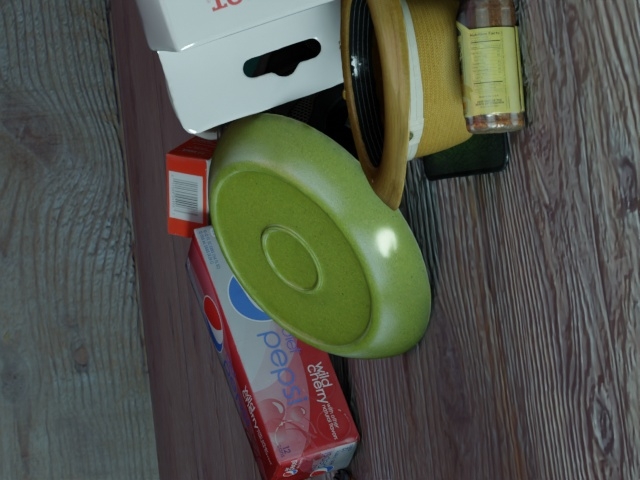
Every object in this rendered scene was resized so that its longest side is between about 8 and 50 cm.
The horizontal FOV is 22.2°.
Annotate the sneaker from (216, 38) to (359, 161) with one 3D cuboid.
[{"bbox_3d":[-0.002,-0.125,1.477,0.227,0.130,0.087,-64,-26,-59],"label":"sneaker"}]

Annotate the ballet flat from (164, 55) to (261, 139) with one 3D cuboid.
[{"bbox_3d":[-0.099,-0.258,1.761,0.139,0.139,0.400,108,158,-58],"label":"ballet flat"}]

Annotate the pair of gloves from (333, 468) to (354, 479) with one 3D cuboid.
[{"bbox_3d":[0.026,0.270,1.625,0.074,0.010,0.083,-171,77,-76],"label":"pair of gloves"}]

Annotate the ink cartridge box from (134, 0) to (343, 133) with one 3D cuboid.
[{"bbox_3d":[-0.057,-0.270,1.230,0.119,0.207,0.353,-155,46,-72],"label":"ink cartridge box"}]

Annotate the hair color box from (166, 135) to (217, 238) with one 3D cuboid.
[{"bbox_3d":[-0.100,-0.073,1.735,0.167,0.053,0.093,-41,-43,-56],"label":"hair color box"}]

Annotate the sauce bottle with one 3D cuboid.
[{"bbox_3d":[0.110,-0.135,1.070,0.042,0.042,0.128,167,100,-76],"label":"sauce bottle"}]

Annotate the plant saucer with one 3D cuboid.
[{"bbox_3d":[-0.013,0.008,1.351,0.241,0.037,0.241,31,142,28],"label":"plant saucer"}]

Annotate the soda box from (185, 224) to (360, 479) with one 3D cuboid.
[{"bbox_3d":[-0.051,0.108,1.625,0.083,0.092,0.263,111,140,-60],"label":"soda box"}]

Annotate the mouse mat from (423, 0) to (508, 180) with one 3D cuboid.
[{"bbox_3d":[0.099,-0.122,1.194,0.190,0.007,0.152,178,87,-77],"label":"mouse mat"}]

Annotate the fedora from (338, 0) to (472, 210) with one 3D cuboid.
[{"bbox_3d":[0.066,-0.117,1.148,0.194,0.079,0.194,171,90,-81],"label":"fedora"}]
